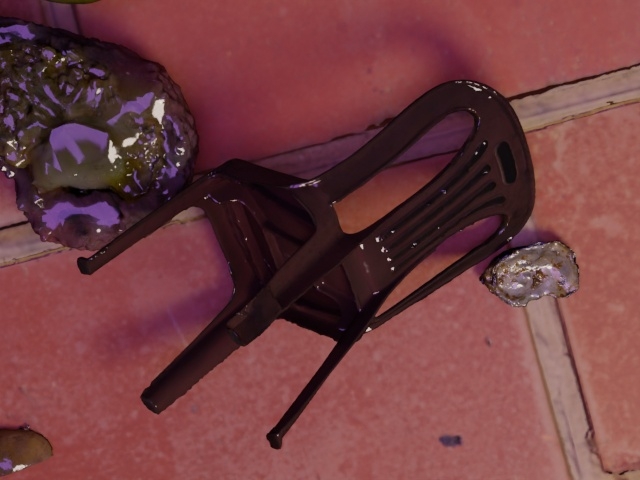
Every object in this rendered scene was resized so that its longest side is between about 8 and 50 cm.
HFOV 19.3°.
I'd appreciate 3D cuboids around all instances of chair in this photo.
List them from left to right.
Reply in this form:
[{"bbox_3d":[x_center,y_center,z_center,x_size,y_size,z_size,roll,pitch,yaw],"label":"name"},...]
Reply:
[{"bbox_3d":[0.000,0.000,1.518,0.326,0.183,0.176,-41,129,-29],"label":"chair"}]

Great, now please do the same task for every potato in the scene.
[{"bbox_3d":[-0.280,0.185,1.614,0.093,0.036,0.037,-17,99,6],"label":"potato"}]

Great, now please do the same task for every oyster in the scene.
[{"bbox_3d":[0.174,0.027,1.578,0.083,0.019,0.054,-10,102,-2],"label":"oyster"}]

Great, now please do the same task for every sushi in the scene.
[{"bbox_3d":[-0.194,-0.109,1.541,0.161,0.107,0.241,-22,95,2],"label":"sushi"}]

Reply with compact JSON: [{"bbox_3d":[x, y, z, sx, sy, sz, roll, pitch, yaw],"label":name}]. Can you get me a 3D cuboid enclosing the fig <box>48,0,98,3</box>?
[{"bbox_3d":[-0.230,-0.283,1.490,0.233,0.167,0.167,20,98,-2],"label":"fig"}]
